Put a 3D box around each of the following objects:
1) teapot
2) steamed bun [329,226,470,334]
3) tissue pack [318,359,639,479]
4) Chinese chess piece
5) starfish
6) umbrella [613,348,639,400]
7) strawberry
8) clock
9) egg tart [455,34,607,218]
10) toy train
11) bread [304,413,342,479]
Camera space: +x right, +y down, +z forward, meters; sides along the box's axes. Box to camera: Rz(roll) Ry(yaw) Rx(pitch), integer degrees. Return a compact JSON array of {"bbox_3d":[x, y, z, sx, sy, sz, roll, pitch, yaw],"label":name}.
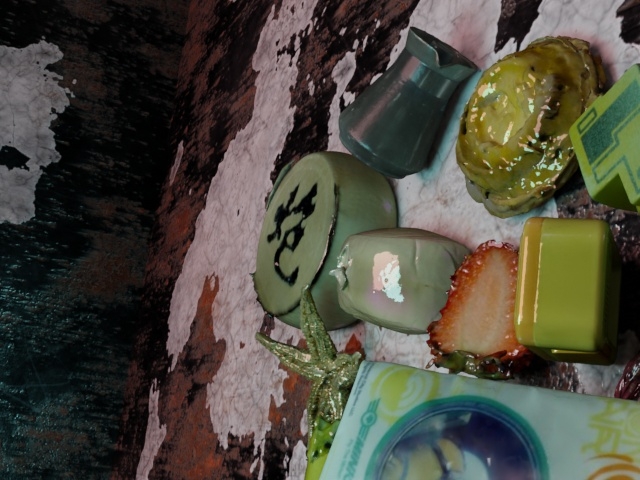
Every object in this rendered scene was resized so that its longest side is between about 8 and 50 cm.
[{"bbox_3d":[0.150,-0.238,1.400,0.225,0.171,0.203,-56,1,23],"label":"teapot"},{"bbox_3d":[0.112,0.058,1.297,0.238,0.152,0.170,5,85,59],"label":"steamed bun"},{"bbox_3d":[0.178,0.294,0.828,0.388,0.162,0.287,2,59,37],"label":"tissue pack"},{"bbox_3d":[0.000,0.000,1.570,0.349,0.146,0.349,-38,44,49],"label":"Chinese chess piece"},{"bbox_3d":[0.013,0.249,1.435,0.358,0.078,0.347,-26,81,59],"label":"starfish"},{"bbox_3d":[0.356,0.142,0.918,0.027,0.025,0.165,-87,19,-76],"label":"umbrella"},{"bbox_3d":[0.244,0.107,1.120,0.167,0.087,0.208,7,57,45],"label":"strawberry"},{"bbox_3d":[0.277,0.061,0.907,0.096,0.202,0.143,5,78,25],"label":"clock"},{"bbox_3d":[0.277,-0.167,1.157,0.279,0.095,0.279,-43,40,51],"label":"egg tart"},{"bbox_3d":[0.393,-0.037,0.807,0.237,0.150,0.369,122,150,-50],"label":"toy train"},{"bbox_3d":[0.082,0.440,1.085,0.208,0.251,0.376,-2,73,47],"label":"bread"}]
